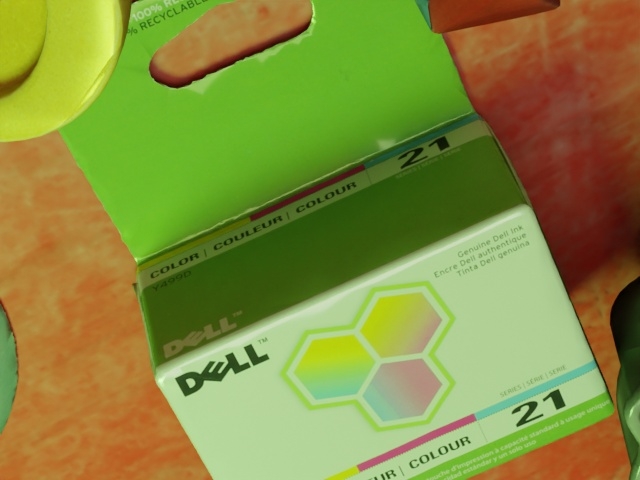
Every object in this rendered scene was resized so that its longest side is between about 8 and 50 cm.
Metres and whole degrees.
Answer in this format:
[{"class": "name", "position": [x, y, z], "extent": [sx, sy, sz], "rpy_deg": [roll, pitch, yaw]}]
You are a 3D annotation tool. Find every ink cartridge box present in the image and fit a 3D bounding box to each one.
[{"class": "ink cartridge box", "position": [0.000, 0.000, 0.899], "extent": [0.189, 0.097, 0.255], "rpy_deg": [-24, 124, 4]}]

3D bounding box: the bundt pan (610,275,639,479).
[{"class": "bundt pan", "position": [0.290, 0.042, 0.972], "extent": [0.331, 0.124, 0.331], "rpy_deg": [-6, 123, -8]}]

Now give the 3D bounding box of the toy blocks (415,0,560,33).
[{"class": "toy blocks", "position": [0.051, -0.231, 0.667], "extent": [0.191, 0.261, 0.381], "rpy_deg": [-13, 124, -4]}]

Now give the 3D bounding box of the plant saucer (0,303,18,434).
[{"class": "plant saucer", "position": [-0.240, 0.075, 0.931], "extent": [0.195, 0.037, 0.195], "rpy_deg": [-6, 123, -9]}]

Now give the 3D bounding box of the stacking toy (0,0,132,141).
[{"class": "stacking toy", "position": [-0.192, -0.211, 0.752], "extent": [0.279, 0.130, 0.309], "rpy_deg": [7, 120, 14]}]
